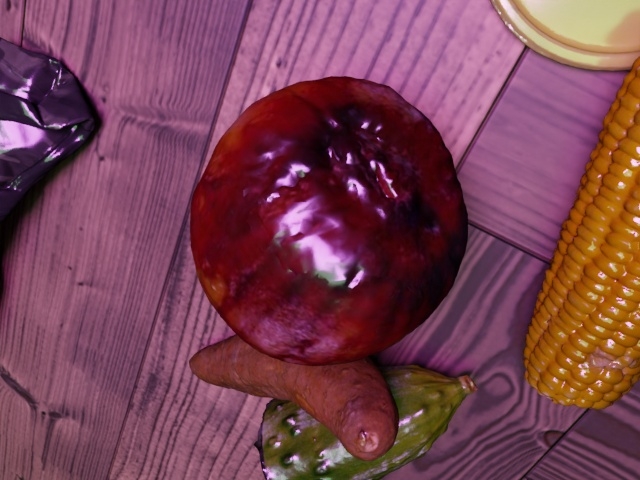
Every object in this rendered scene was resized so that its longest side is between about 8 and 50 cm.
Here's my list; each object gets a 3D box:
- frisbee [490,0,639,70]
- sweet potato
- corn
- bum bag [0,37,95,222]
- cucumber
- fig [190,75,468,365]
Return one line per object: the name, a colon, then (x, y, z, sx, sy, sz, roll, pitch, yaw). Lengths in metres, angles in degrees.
frisbee: (0.235, -0.247, 0.354, 0.235, 0.017, 0.236, 6, 113, 15)
sweet potato: (-0.036, 0.133, 0.532, 0.341, 0.114, 0.092, 1, 131, 50)
corn: (0.257, -0.010, 0.389, 0.120, 0.120, 0.363, 17, 121, 10)
bum bag: (-0.405, -0.081, 0.571, 0.340, 0.095, 0.144, -44, 91, 13)
cucumber: (0.058, 0.204, 0.546, 0.244, 0.134, 0.134, -29, 101, 17)
fig: (0.001, -0.004, 0.426, 0.224, 0.224, 0.263, 39, 118, -1)
